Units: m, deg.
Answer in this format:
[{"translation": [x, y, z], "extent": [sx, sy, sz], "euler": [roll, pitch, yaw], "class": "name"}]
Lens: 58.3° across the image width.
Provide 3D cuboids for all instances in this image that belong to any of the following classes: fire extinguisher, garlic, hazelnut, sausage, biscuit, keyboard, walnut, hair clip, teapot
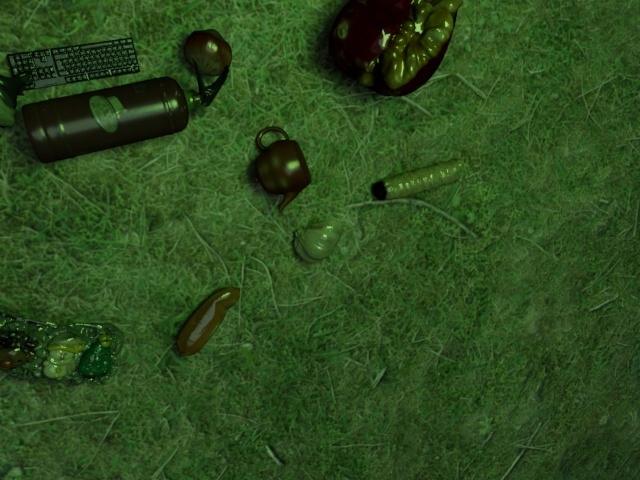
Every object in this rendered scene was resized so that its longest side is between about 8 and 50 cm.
[{"translation": [-0.320, -0.233, 0.985], "extent": [0.344, 0.102, 0.138], "euler": [-18, 147, -17], "class": "fire extinguisher"}, {"translation": [-0.002, 0.000, 1.204], "extent": [0.094, 0.074, 0.113], "euler": [20, 111, -35], "class": "garlic"}, {"translation": [-0.203, -0.338, 1.034], "extent": [0.087, 0.086, 0.086], "euler": [-6, 105, -21], "class": "hazelnut"}, {"translation": [-0.231, 0.160, 1.162], "extent": [0.183, 0.054, 0.062], "euler": [-54, 148, -4], "class": "sausage"}, {"translation": [0.220, -0.134, 1.268], "extent": [0.219, 0.061, 0.055], "euler": [-17, 64, -20], "class": "biscuit"}, {"translation": [-0.421, -0.304, 0.987], "extent": [0.205, 0.013, 0.061], "euler": [-15, 108, -18], "class": "keyboard"}, {"translation": [0.156, -0.403, 1.072], "extent": [0.222, 0.244, 0.268], "euler": [32, 86, -25], "class": "walnut"}, {"translation": [-0.523, 0.198, 1.030], "extent": [0.322, 0.091, 0.138], "euler": [13, 101, -23], "class": "hair clip"}, {"translation": [-0.084, -0.141, 1.124], "extent": [0.116, 0.116, 0.173], "euler": [-16, 82, -18], "class": "teapot"}]

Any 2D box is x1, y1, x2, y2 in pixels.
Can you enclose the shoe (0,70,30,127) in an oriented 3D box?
[{"translation": [-0.567, -0.275, 0.896], "extent": [0.228, 0.099, 0.112], "euler": [39, 79, -27], "class": "shoe"}]
